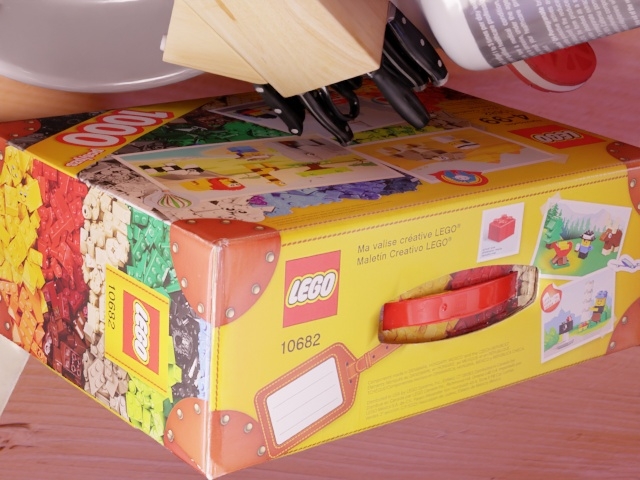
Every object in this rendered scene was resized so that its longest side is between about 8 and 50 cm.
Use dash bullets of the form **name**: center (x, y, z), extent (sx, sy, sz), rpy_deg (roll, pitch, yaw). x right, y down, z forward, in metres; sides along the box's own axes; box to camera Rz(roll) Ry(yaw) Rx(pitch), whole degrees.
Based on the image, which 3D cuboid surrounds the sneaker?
- **sneaker**: center (0.230, -0.220, 1.475), extent (0.128, 0.087, 0.221), rpy_deg (-28, 149, 37)

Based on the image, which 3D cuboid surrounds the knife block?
- **knife block**: center (0.005, -0.184, 1.190), extent (0.242, 0.088, 0.275), rpy_deg (11, 150, -7)

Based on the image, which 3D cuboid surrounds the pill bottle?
- **pill bottle**: center (0.178, -0.246, 1.298), extent (0.318, 0.176, 0.176), rpy_deg (-14, 153, 18)

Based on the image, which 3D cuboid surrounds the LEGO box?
- **LEGO box**: center (0.000, 0.000, 1.361), extent (0.500, 0.193, 0.372), rpy_deg (-12, -156, -38)

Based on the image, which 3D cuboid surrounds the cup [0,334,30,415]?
- **cup**: center (-0.384, 0.014, 1.567), extent (0.237, 0.331, 0.331), rpy_deg (26, 145, -9)

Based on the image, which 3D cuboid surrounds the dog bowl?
- **dog bowl**: center (-0.180, -0.246, 1.286), extent (0.349, 0.102, 0.349), rpy_deg (-7, 153, -4)
